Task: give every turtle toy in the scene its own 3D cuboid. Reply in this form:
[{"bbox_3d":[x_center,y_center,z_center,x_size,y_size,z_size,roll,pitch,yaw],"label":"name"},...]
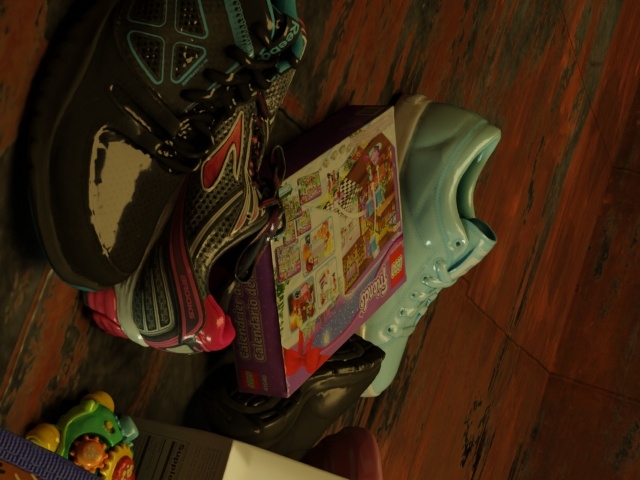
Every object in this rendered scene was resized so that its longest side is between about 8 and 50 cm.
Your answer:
[{"bbox_3d":[-0.176,0.181,0.997,0.095,0.066,0.130,-32,134,-60],"label":"turtle toy"}]

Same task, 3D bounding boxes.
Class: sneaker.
[{"bbox_3d":[0.119,0.020,1.513,0.135,0.150,0.366,-14,117,-65],"label":"sneaker"},{"bbox_3d":[-0.072,-0.048,1.038,0.121,0.112,0.299,56,52,-63],"label":"sneaker"},{"bbox_3d":[-0.035,0.169,1.324,0.286,0.109,0.130,-24,133,-52],"label":"sneaker"},{"bbox_3d":[-0.094,-0.122,0.893,0.125,0.139,0.341,23,85,-71],"label":"sneaker"}]

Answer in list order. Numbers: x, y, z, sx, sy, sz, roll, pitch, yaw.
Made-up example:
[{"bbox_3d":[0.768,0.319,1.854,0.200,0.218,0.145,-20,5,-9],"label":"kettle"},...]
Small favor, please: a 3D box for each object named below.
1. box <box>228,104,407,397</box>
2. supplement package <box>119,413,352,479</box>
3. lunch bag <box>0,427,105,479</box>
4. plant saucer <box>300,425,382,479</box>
[{"bbox_3d":[0.000,0.000,1.284,0.293,0.057,0.201,-38,127,-57],"label":"box"},{"bbox_3d":[-0.061,0.284,1.107,0.262,0.145,0.204,29,73,-44],"label":"supplement package"},{"bbox_3d":[-0.207,0.274,0.729,0.385,0.239,0.328,36,68,-33],"label":"lunch bag"},{"bbox_3d":[-0.011,0.357,1.373,0.332,0.084,0.332,-169,-90,-84],"label":"plant saucer"}]
